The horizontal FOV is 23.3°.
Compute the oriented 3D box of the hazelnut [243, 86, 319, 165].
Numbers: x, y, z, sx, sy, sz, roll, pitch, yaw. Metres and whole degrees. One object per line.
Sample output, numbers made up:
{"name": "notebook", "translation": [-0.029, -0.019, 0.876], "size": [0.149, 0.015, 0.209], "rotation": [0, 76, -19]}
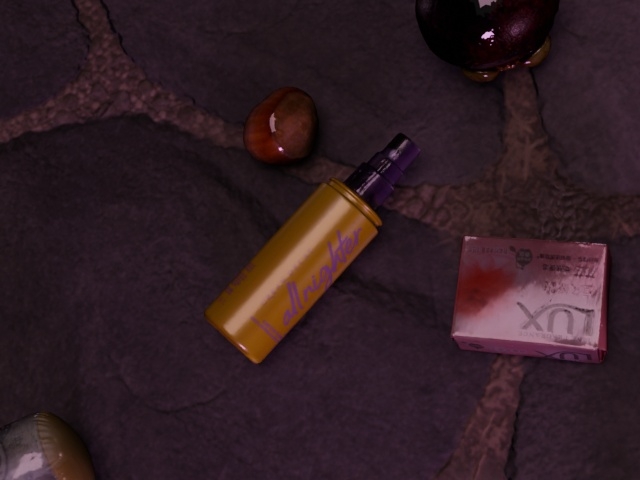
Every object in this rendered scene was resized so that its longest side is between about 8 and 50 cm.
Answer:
{"name": "hazelnut", "translation": [-0.042, -0.117, 1.628], "size": [0.086, 0.086, 0.086], "rotation": [-5, 70, 14]}

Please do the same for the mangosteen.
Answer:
{"name": "mangosteen", "translation": [0.175, -0.233, 1.581], "size": [0.152, 0.152, 0.152], "rotation": [-5, 70, 14]}

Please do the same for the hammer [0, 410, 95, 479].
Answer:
{"name": "hammer", "translation": [-0.285, 0.337, 1.529], "size": [0.202, 0.113, 0.305], "rotation": [-28, 75, 8]}

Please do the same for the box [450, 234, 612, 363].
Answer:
{"name": "box", "translation": [0.205, 0.056, 1.507], "size": [0.156, 0.060, 0.111], "rotation": [3, 74, 17]}

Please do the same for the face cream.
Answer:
{"name": "face cream", "translation": [0.000, 0.000, 1.571], "size": [0.078, 0.078, 0.273], "rotation": [41, 85, 23]}
